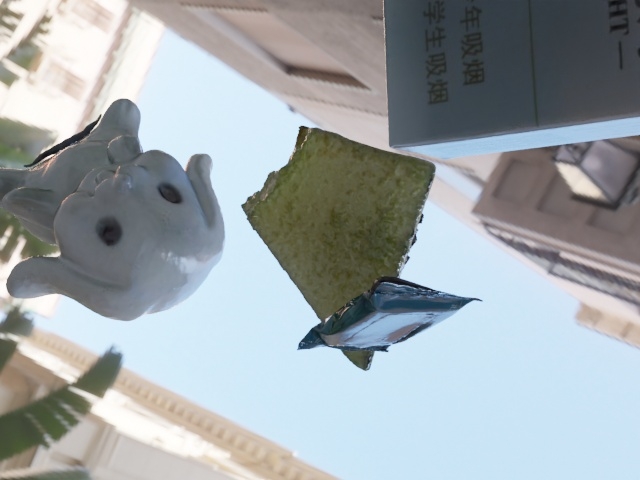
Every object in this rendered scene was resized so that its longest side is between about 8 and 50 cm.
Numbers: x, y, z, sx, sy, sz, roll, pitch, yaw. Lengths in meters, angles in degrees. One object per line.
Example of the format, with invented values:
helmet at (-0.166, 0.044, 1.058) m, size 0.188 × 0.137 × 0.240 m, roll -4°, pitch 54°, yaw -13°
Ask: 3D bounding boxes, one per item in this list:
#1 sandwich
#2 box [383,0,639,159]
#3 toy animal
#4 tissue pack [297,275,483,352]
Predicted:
sandwich at (0.000, 0.000, 0.922) m, size 0.058 × 0.163 × 0.192 m, roll 8°, pitch 100°, yaw -84°
box at (0.147, -0.128, 0.503) m, size 0.243 × 0.067 × 0.155 m, roll -3°, pitch -92°, yaw 36°
toy animal at (-0.230, -0.016, 1.110) m, size 0.249 × 0.174 × 0.289 m, roll -24°, pitch -148°, yaw 3°
tissue pack at (0.045, 0.055, 0.752) m, size 0.138 × 0.085 × 0.027 m, roll -36°, pitch -128°, yaw 57°
